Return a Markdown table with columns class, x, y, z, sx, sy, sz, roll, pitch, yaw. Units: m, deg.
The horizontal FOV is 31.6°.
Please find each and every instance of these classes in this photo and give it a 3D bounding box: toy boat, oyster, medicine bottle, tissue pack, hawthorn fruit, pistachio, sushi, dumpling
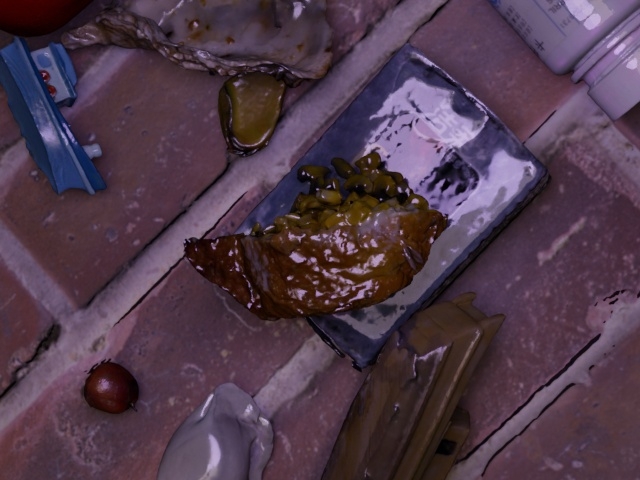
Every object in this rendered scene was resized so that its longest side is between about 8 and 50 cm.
| class | x | y | z | sx | sy | sz | roll | pitch | yaw |
| --- | --- | --- | --- | --- | --- | --- | --- | --- | --- |
| toy boat | -0.364 | -0.170 | 1.571 | 0.098 | 0.109 | 0.238 | -23 | 86 | -25 |
| oyster | -0.148 | -0.302 | 1.520 | 0.396 | 0.111 | 0.204 | 16 | 61 | 22 |
| medicine bottle | 0.323 | -0.301 | 1.412 | 0.170 | 0.170 | 0.293 | -42 | 85 | 8 |
| tissue pack | 0.090 | -0.043 | 1.480 | 0.259 | 0.122 | 0.361 | 45 | 99 | 9 |
| hawthorn fruit | -0.291 | 0.205 | 1.572 | 0.077 | 0.077 | 0.077 | 0 | 91 | 10 |
| pistachio | -0.093 | -0.195 | 1.544 | 0.089 | 0.049 | 0.173 | 16 | 83 | 3 |
| sushi | 0.004 | -0.001 | 1.368 | 0.296 | 0.167 | 0.179 | -12 | 98 | 24 |
| toy boat | 0.109 | 0.274 | 1.444 | 0.162 | 0.136 | 0.446 | 12 | 108 | -34 |
| dumpling | -0.138 | 0.311 | 1.529 | 0.151 | 0.124 | 0.229 | 28 | 87 | -30 |

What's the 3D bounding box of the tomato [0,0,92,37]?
| class | x | y | z | sx | sy | sz | roll | pitch | yaw |
| --- | --- | --- | --- | --- | --- | --- | --- | --- | --- |
| tomato | -0.402 | -0.415 | 1.460 | 0.293 | 0.325 | 0.290 | -42 | 97 | -4 |
